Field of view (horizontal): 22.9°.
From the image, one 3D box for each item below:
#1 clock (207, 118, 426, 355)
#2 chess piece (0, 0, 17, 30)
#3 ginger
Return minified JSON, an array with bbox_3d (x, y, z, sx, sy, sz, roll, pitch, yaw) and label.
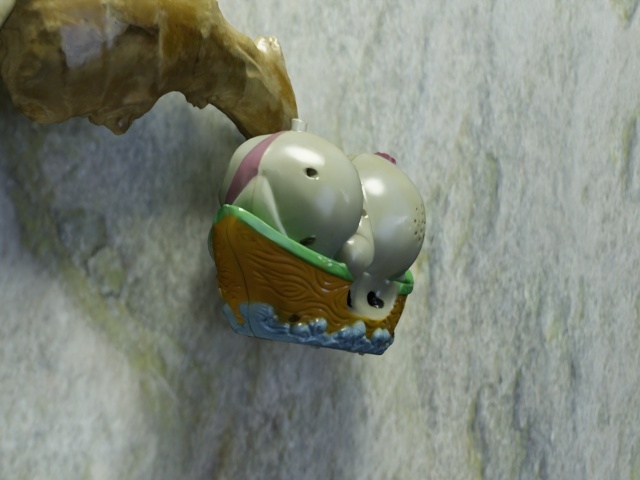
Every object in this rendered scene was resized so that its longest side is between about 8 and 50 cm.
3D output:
[{"bbox_3d":[0.000,0.000,1.041,0.231,0.103,0.144,14,83,-62],"label":"clock"},{"bbox_3d":[-0.292,-0.176,0.706,0.300,0.167,0.167,42,59,-32],"label":"chess piece"},{"bbox_3d":[-0.114,-0.126,0.952,0.334,0.081,0.147,21,59,-48],"label":"ginger"}]
